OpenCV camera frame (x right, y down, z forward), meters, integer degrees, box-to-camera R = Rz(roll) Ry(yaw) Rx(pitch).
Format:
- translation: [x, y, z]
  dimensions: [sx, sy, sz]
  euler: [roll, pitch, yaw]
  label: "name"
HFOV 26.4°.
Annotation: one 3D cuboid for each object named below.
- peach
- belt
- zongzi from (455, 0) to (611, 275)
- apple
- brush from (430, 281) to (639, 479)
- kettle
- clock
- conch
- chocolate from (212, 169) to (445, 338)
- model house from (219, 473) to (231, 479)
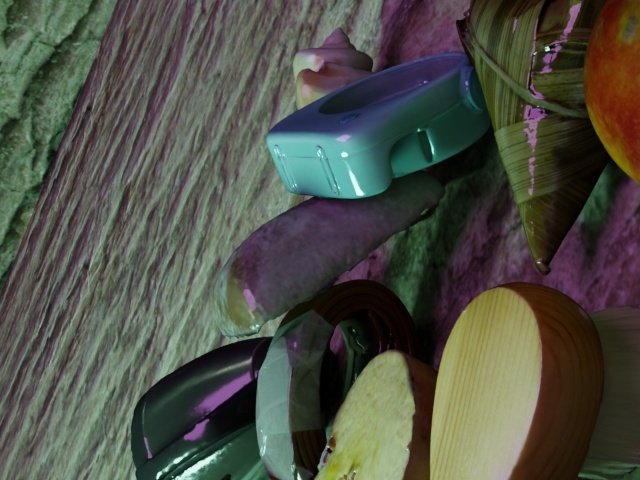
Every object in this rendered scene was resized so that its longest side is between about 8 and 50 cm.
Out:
- translation: [0.320, -0.131, 1.064]
  dimensions: [0.231, 0.231, 0.231]
  euler: [-42, 40, 48]
  label: "peach"
- translation: [0.021, 0.175, 1.532]
  dimensions: [0.105, 0.184, 0.261]
  euler: [-16, 58, 61]
  label: "belt"
- translation: [0.214, -0.128, 1.400]
  dimensions: [0.286, 0.134, 0.288]
  euler: [-144, 64, -70]
  label: "zongzi"
- translation: [0.092, 0.273, 1.354]
  dimensions: [0.293, 0.163, 0.251]
  euler: [-65, 14, 7]
  label: "apple"
- translation: [0.198, 0.174, 1.190]
  dimensions: [0.174, 0.166, 0.267]
  euler: [18, 92, 64]
  label: "brush"
- translation: [-0.108, 0.213, 1.727]
  dimensions: [0.271, 0.250, 0.207]
  euler: [-39, 49, 39]
  label: "kettle"
- translation: [0.092, -0.138, 1.556]
  dimensions: [0.223, 0.274, 0.094]
  euler: [12, 125, 63]
  label: "clock"
- translation: [0.040, -0.155, 1.795]
  dimensions: [0.158, 0.127, 0.255]
  euler: [-43, -59, -87]
  label: "conch"
- translation: [0.000, 0.000, 1.585]
  dimensions: [0.100, 0.303, 0.185]
  euler: [58, 160, 0]
  label: "chocolate"
- translation: [-0.063, 0.373, 1.563]
  dimensions: [0.178, 0.206, 0.271]
  euler: [-67, 26, 14]
  label: "model house"
